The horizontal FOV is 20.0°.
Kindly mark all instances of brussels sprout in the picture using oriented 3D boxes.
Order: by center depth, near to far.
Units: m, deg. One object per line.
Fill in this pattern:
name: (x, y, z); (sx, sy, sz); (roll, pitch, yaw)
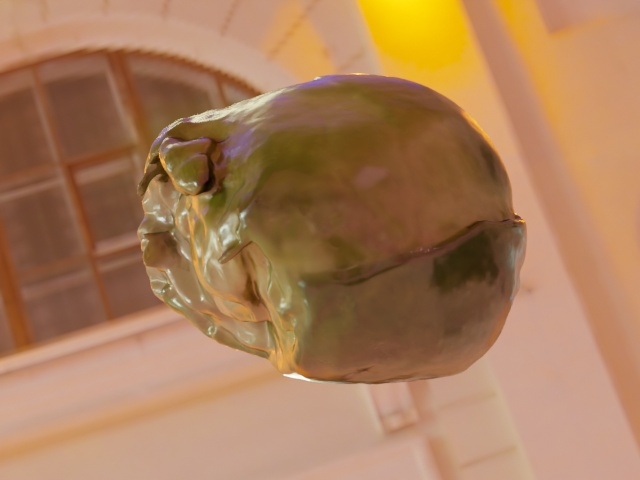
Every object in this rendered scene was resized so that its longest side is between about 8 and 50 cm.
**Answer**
brussels sprout: (0.008, -0.002, 0.773); (0.145, 0.131, 0.183); (-18, 18, -20)
